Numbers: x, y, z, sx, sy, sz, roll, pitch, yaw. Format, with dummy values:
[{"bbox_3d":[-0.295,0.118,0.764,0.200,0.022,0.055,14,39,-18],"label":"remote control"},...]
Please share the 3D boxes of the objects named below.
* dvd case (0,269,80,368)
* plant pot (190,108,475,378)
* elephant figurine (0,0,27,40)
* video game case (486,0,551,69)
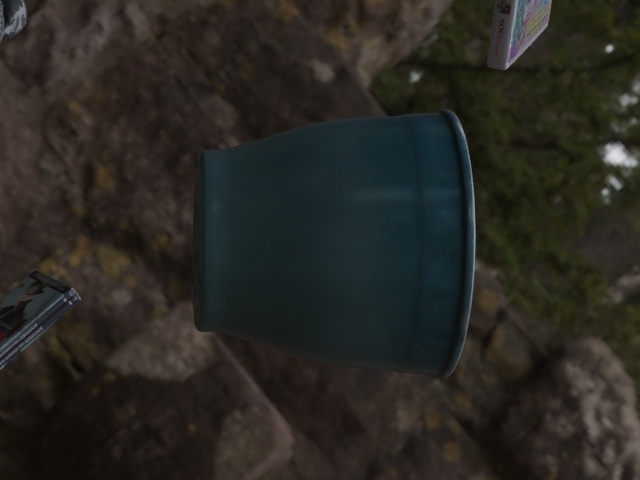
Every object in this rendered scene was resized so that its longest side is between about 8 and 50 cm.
[{"bbox_3d":[-0.226,0.068,0.969,0.013,0.119,0.087,56,-18,-23],"label":"dvd case"},{"bbox_3d":[0.000,0.000,1.414,0.271,0.255,0.271,-178,-90,-83],"label":"plant pot"},{"bbox_3d":[-0.450,-0.299,1.781,0.239,0.186,0.169,47,29,12],"label":"elephant figurine"},{"bbox_3d":[0.156,-0.212,1.039,0.019,0.157,0.143,12,-67,16],"label":"video game case"}]
